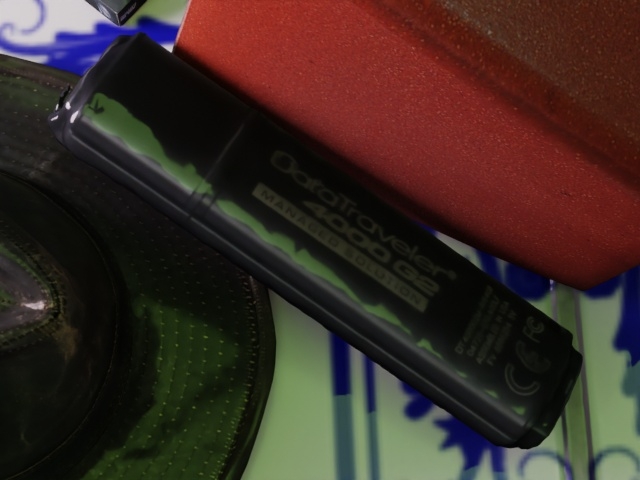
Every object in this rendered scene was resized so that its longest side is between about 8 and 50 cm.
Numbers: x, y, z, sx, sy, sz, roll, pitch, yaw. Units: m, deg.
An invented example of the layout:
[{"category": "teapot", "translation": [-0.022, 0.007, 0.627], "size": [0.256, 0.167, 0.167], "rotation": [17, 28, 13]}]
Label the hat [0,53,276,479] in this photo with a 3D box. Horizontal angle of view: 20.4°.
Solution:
[{"category": "hat", "translation": [-0.186, 0.029, 0.819], "size": [0.331, 0.134, 0.331], "rotation": [0, 71, -1]}]

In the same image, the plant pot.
[{"category": "plant pot", "translation": [0.113, -0.129, 0.822], "size": [0.236, 0.267, 0.267], "rotation": [40, 75, 0]}]

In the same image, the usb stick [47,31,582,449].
[{"category": "usb stick", "translation": [0.000, 0.000, 0.846], "size": [0.278, 0.045, 0.077], "rotation": [34, 51, -3]}]

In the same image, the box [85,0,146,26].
[{"category": "box", "translation": [-0.116, -0.163, 0.942], "size": [0.083, 0.018, 0.067], "rotation": [38, 75, 11]}]
